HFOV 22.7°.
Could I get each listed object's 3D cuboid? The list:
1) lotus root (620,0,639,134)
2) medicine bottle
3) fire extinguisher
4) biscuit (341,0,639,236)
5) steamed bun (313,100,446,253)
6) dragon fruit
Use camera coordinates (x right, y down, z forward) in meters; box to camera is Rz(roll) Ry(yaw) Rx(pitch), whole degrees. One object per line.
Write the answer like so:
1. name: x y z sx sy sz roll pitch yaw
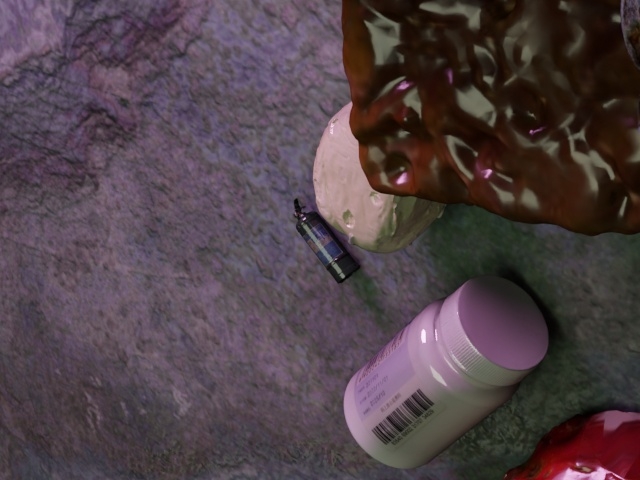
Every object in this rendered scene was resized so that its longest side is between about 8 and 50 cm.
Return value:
1. lotus root: 0.218 -0.135 0.863 0.113 0.088 0.192 32 124 28
2. medicine bottle: 0.104 0.111 1.335 0.103 0.103 0.187 51 138 9
3. fire extinguisher: 0.000 0.000 1.429 0.083 0.025 0.038 52 161 7
4. biscuit: 0.168 -0.203 1.042 0.342 0.166 0.395 14 121 40
5. steamed bun: 0.054 -0.061 1.291 0.112 0.091 0.130 38 137 30
6. dragon fruit: 0.229 0.229 1.269 0.261 0.163 0.189 13 94 40
